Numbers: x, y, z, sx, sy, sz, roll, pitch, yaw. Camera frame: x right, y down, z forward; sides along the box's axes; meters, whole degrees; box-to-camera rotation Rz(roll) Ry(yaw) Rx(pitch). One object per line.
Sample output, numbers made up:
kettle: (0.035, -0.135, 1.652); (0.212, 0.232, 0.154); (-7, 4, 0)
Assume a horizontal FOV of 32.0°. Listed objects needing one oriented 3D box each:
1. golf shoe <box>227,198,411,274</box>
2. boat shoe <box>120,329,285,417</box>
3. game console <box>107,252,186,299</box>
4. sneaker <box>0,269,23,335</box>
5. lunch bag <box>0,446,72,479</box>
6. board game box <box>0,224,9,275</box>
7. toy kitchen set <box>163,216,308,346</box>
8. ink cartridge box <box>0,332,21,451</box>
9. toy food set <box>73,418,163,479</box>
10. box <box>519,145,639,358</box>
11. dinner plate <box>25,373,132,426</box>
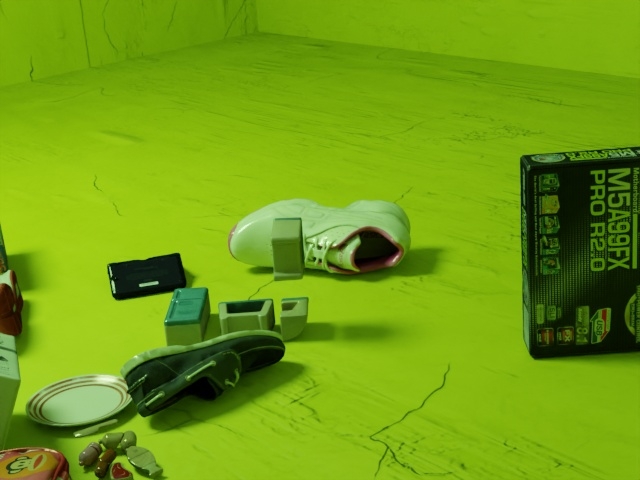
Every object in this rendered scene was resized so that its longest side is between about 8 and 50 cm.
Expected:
golf shoe: (0.000, 0.000, 1.825); (0.306, 0.115, 0.140); (-6, 23, -1)
boat shoe: (-0.143, 0.174, 1.459); (0.233, 0.084, 0.079); (-10, 58, -35)
game console: (-0.288, 0.064, 1.852); (0.122, 0.071, 0.107); (-10, 51, -12)
sneaker: (-0.527, 0.112, 1.704); (0.128, 0.087, 0.221); (-16, 9, -6)
lunch bag: (-0.367, 0.315, 1.046); (0.258, 0.120, 0.293); (-9, 19, 0)
board game box: (-0.562, -0.003, 1.915); (0.035, 0.136, 0.201); (-11, 22, -15)
toy kitchen set: (-0.123, 0.051, 1.626); (0.207, 0.166, 0.122); (-4, 20, 2)
ink cartridge box: (-0.461, 0.165, 1.300); (0.197, 0.114, 0.273); (15, 0, -17)
toy food set: (-0.242, 0.256, 1.310); (0.078, 0.019, 0.122); (-16, 30, -27)
box: (0.374, 0.015, 1.463); (0.216, 0.270, 0.060); (-3, 19, 2)
dinner plate: (-0.310, 0.210, 1.448); (0.141, 0.017, 0.141); (-3, 20, 1)
